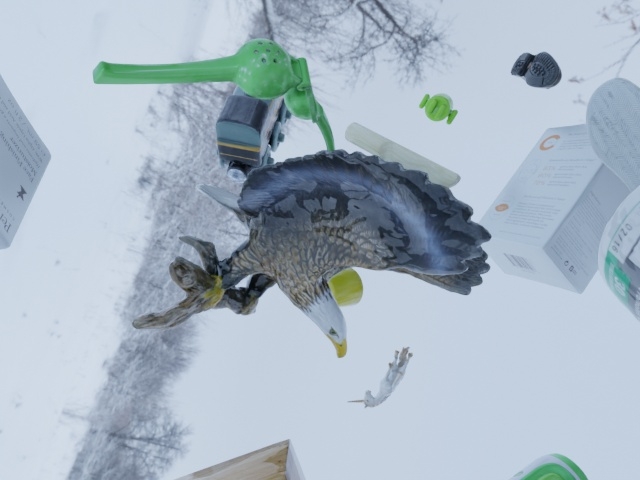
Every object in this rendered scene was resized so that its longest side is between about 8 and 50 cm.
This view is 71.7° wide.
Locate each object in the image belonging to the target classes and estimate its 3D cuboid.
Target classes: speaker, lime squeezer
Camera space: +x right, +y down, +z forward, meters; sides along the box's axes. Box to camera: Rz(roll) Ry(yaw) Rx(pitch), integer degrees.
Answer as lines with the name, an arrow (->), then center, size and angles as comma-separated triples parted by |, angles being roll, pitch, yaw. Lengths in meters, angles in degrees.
speaker -> 0.427, 0.572, 0.930 | 0.131, 0.296, 0.131 | 49, -30, 41
lime squeezer -> -0.047, -0.140, 0.451 | 0.110, 0.310, 0.059 | -42, -119, 31

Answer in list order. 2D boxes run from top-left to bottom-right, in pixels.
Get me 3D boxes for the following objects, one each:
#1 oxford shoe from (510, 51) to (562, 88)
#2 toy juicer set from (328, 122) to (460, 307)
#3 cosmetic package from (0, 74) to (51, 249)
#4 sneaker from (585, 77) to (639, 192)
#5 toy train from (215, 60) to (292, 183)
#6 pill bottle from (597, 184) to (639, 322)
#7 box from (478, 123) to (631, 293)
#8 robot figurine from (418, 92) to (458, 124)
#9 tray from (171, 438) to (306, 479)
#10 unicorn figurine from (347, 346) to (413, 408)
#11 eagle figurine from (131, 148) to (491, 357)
oxford shoe -> 0.578, -0.431, 1.139 | 0.227, 0.096, 0.083 | -79, -165, -59
toy juicer set -> 0.061, -0.055, 0.693 | 0.209, 0.089, 0.329 | 57, -47, 23
cosmetic package -> -0.443, -0.093, 0.508 | 0.151, 0.151, 0.184 | 84, -3, -48
sneaker -> 0.582, -0.140, 0.767 | 0.108, 0.169, 0.293 | -39, -123, 48
toy train -> -0.152, -0.296, 1.045 | 0.190, 0.142, 0.334 | 101, 2, -57
pill bottle -> 0.406, 0.084, 0.324 | 0.204, 0.204, 0.361 | -59, -159, 28
box -> 0.554, -0.083, 1.014 | 0.345, 0.168, 0.215 | -52, -157, -7
robot figurine -> 0.318, -0.357, 1.183 | 0.115, 0.101, 0.067 | -46, 164, -57
tray -> -0.187, 0.359, 0.406 | 0.076, 0.410, 0.203 | -71, 141, -87
unicorn figurine -> 0.148, 0.300, 0.955 | 0.060, 0.161, 0.111 | 40, -52, 34
eagle figurine -> 0.006, 0.009, 0.457 | 0.298, 0.225, 0.226 | -26, -152, 18
